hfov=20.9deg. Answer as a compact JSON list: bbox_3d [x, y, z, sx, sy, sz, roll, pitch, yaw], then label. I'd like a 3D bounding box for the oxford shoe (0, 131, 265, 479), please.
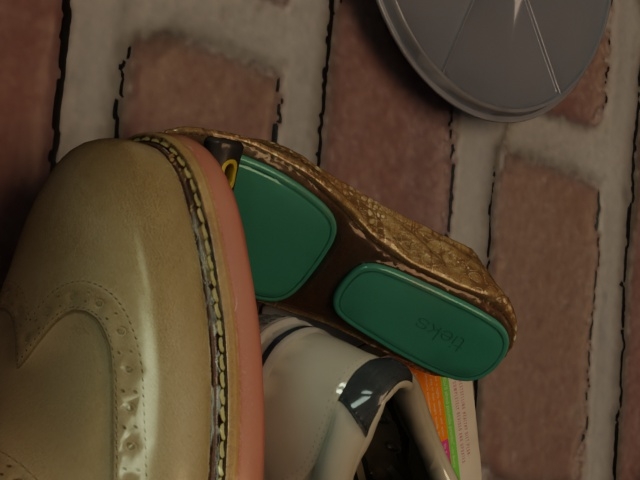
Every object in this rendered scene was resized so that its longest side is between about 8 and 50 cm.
[{"bbox_3d":[-0.125,0.132,0.616,0.146,0.140,0.397,23,69,-34],"label":"oxford shoe"}]

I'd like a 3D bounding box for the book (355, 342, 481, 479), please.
[{"bbox_3d":[0.019,0.104,0.831,0.144,0.035,0.096,-20,104,-43],"label":"book"}]

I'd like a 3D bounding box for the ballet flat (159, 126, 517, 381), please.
[{"bbox_3d":[0.000,0.000,0.797,0.206,0.073,0.067,32,24,-25],"label":"ballet flat"}]

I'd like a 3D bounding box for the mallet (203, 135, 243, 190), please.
[{"bbox_3d":[-0.051,0.053,0.735,0.062,0.039,0.190,17,89,-46],"label":"mallet"}]

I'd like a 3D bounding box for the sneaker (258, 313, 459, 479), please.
[{"bbox_3d":[0.024,0.146,0.749,0.094,0.091,0.258,-46,134,-29],"label":"sneaker"}]

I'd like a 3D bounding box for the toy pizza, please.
[{"bbox_3d":[0.085,-0.162,0.917,0.201,0.032,0.201,3,85,-44],"label":"toy pizza"}]
